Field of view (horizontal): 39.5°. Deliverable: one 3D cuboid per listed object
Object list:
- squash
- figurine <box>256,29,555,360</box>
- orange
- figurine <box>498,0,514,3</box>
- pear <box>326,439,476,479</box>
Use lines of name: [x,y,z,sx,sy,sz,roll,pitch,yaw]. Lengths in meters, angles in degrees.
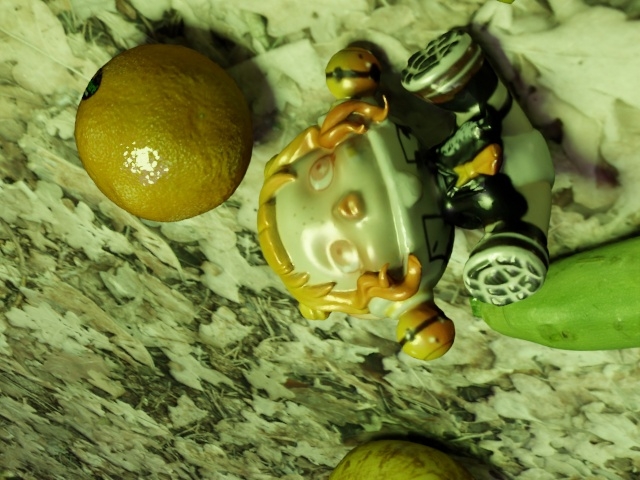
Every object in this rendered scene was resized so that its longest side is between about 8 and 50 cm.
squash: [0.303,0.063,0.954,0.370,0.118,0.118,-17,126,46]
figurine: [0.069,-0.034,0.914,0.323,0.196,0.320,-18,82,35]
orange: [-0.172,-0.115,0.973,0.206,0.206,0.206,17,143,14]
figurine: [0.060,-0.317,0.604,0.218,0.169,0.327,33,144,19]
pear: [0.125,0.449,1.413,0.280,0.281,0.281,17,143,14]
